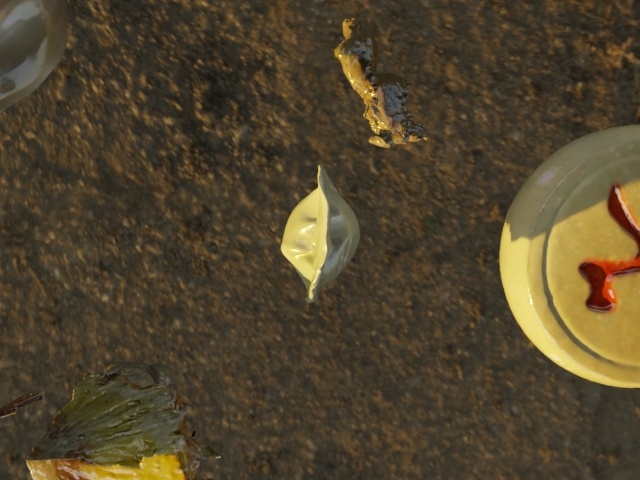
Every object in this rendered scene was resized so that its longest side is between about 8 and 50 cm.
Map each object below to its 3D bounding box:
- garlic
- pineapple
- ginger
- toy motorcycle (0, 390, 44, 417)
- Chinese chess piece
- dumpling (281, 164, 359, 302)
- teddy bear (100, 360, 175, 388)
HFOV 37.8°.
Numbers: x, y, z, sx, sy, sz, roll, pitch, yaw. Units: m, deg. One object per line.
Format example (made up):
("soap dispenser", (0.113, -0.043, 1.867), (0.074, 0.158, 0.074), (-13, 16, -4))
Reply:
("garlic", (-0.443, -0.244, 1.221), (0.132, 0.279, 0.325), (38, 49, -33))
("pineapple", (-0.216, 0.222, 0.995), (0.186, 0.236, 0.114), (-22, 106, -28))
("ginger", (0.102, -0.299, 1.708), (0.122, 0.290, 0.084), (-18, 160, -9))
("toy motorcycle", (-0.527, 0.228, 1.071), (0.401, 0.207, 0.134), (-28, 84, -14))
("Chinese chess piece", (0.400, 0.020, 1.203), (0.338, 0.140, 0.338), (0, 96, -3))
("dumpling", (-0.001, 0.004, 1.514), (0.126, 0.166, 0.215), (29, 107, -6))
("teddy bear", (-0.315, 0.314, 1.470), (0.236, 0.267, 0.151), (-21, 144, 32))
